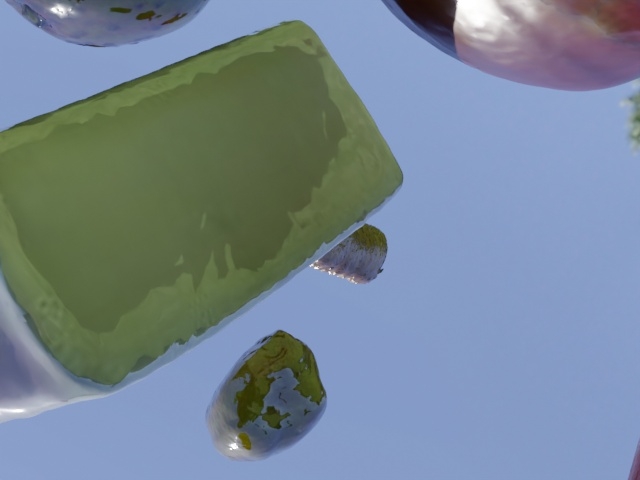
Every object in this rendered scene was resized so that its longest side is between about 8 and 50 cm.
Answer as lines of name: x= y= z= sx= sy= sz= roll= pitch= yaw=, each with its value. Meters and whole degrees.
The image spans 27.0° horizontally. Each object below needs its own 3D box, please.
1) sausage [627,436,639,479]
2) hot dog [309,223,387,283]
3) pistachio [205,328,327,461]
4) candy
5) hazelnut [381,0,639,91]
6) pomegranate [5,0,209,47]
sausage: x=0.202 y=0.173 z=0.755 sx=0.074 sy=0.074 sz=0.274 roll=22 pitch=-106 yaw=-12
hot dog: x=0.001 y=-0.001 z=1.469 sx=0.068 sy=0.083 sz=0.289 roll=41 pitch=-170 yaw=28
pistachio: x=-0.058 y=0.168 z=1.334 sx=0.100 sy=0.189 sz=0.110 roll=45 pitch=-129 yaw=7
candy: x=-0.122 y=-0.008 z=0.789 sx=0.359 sy=0.208 sz=0.145 roll=-34 pitch=-81 yaw=-55
hazelnut: x=0.170 y=-0.293 z=0.763 sx=0.359 sy=0.359 sz=0.409 roll=28 pitch=-106 yaw=-2
pomegranate: x=-0.158 y=-0.292 z=1.107 sx=0.231 sy=0.286 sz=0.231 roll=46 pitch=-168 yaw=-13
